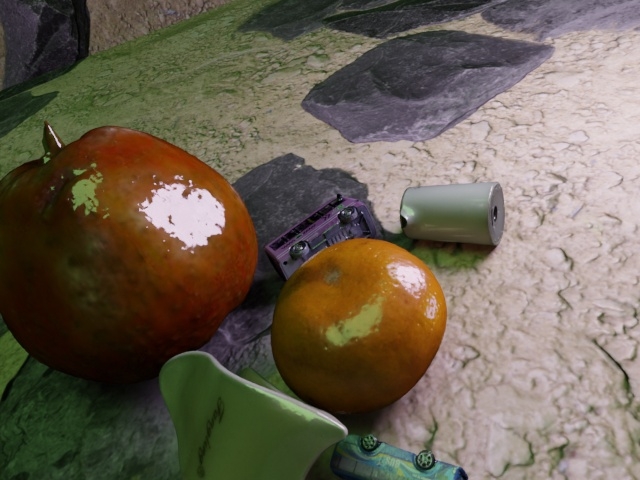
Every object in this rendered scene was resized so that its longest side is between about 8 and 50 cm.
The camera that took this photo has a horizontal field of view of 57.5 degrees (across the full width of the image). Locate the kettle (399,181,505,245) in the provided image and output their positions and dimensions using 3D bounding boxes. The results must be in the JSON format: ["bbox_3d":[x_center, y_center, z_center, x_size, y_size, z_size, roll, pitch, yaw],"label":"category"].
[{"bbox_3d":[0.214,-0.052,0.936,0.148,0.098,0.126,2,50,32],"label":"kettle"}]

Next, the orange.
[{"bbox_3d":[0.048,0.112,0.763,0.240,0.171,0.240,-14,43,13],"label":"orange"}]

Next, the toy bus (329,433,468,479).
[{"bbox_3d":[0.087,0.264,0.668,0.153,0.051,0.061,8,60,32],"label":"toy bus"}]

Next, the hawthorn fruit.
[{"bbox_3d":[-0.309,-0.004,0.899,0.403,0.402,0.402,-13,40,11],"label":"hawthorn fruit"}]

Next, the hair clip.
[{"bbox_3d":[-0.106,0.228,0.717,0.282,0.113,0.172,31,104,55],"label":"hair clip"}]

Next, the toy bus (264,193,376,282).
[{"bbox_3d":[0.000,0.000,0.983,0.178,0.086,0.098,-36,34,-13],"label":"toy bus"}]
